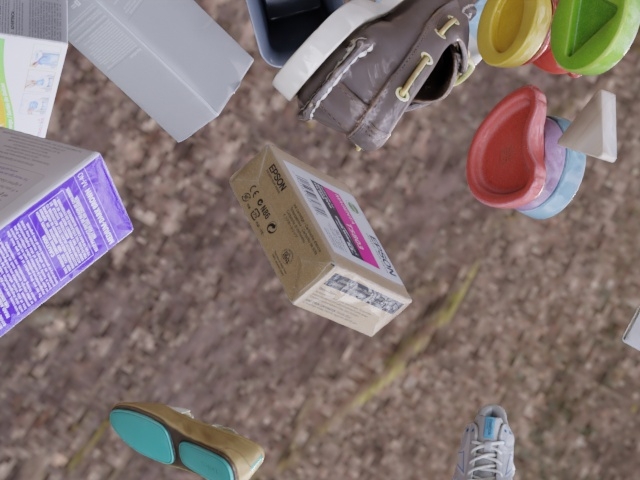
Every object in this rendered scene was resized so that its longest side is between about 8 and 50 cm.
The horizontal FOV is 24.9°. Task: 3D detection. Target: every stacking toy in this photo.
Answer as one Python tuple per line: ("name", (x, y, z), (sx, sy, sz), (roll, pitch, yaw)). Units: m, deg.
("stacking toy", (0.314, -0.180, 1.767), (0.130, 0.279, 0.308), (15, 77, -30))

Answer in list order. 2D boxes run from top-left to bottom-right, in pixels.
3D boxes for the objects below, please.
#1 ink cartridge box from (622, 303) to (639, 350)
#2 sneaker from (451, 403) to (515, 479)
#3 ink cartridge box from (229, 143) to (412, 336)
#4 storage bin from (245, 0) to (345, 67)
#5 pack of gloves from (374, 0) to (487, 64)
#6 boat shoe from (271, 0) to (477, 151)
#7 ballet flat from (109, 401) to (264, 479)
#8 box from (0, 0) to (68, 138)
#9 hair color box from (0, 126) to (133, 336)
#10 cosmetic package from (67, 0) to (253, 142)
("ink cartridge box", (0.494, 0.111, 1.718), (0.114, 0.197, 0.273), (-64, 157, 10))
("sneaker", (0.158, 0.217, 1.416), (0.190, 0.071, 0.082), (-70, 163, -71))
("ink cartridge box", (0.000, 0.000, 1.987), (0.088, 0.234, 0.193), (-42, 145, 19))
("storage bin", (-0.024, -0.241, 1.314), (0.091, 0.098, 0.135), (-106, -179, -61))
("pack of gloves", (0.198, -0.360, 2.120), (0.232, 0.195, 0.046), (-41, 166, -14))
("boat shoe", (0.069, -0.151, 1.194), (0.116, 0.097, 0.324), (-47, 176, 27))
("ballet flat", (-0.169, 0.256, 1.861), (0.073, 0.232, 0.080), (-32, 131, -42))
("box", (-0.370, -0.207, 1.736), (0.203, 0.103, 0.114), (116, -26, -47))
("hair color box", (-0.375, 0.029, 1.437), (0.339, 0.185, 0.110), (-40, 127, -31))
("cosmetic package", (-0.215, -0.257, 1.865), (0.107, 0.238, 0.127), (-25, -155, 44))
